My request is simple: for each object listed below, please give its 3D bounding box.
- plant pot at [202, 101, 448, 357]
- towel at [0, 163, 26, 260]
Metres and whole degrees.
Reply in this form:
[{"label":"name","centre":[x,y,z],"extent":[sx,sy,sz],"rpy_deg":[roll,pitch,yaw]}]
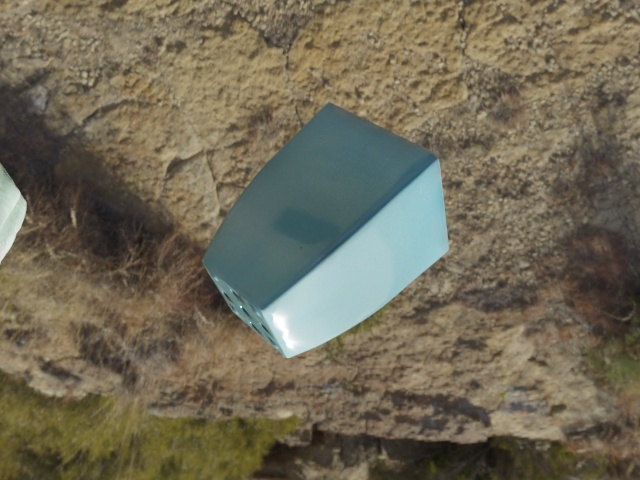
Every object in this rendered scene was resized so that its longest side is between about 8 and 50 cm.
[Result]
[{"label":"plant pot","centre":[0.000,0.000,0.714],"extent":[0.234,0.165,0.165],"rpy_deg":[-42,143,-19]},{"label":"towel","centre":[-0.164,-0.030,0.200],"extent":[0.038,0.325,0.247],"rpy_deg":[-17,125,-9]}]
